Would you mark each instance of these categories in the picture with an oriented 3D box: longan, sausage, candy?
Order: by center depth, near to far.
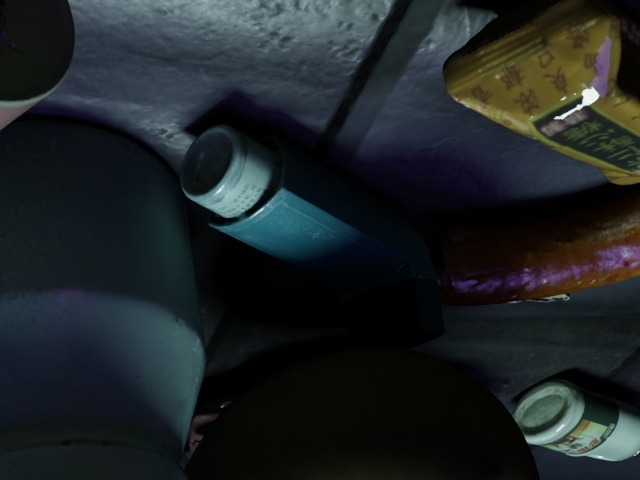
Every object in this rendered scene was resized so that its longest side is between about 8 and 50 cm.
[{"bbox_3d":[0.222,-0.105,0.818,0.143,0.101,0.271,-25,150,35],"label":"candy"},{"bbox_3d":[0.028,0.239,0.887,0.319,0.319,0.319,-7,146,-5],"label":"longan"},{"bbox_3d":[0.244,-0.002,0.983,0.302,0.076,0.103,-15,150,4],"label":"sausage"}]

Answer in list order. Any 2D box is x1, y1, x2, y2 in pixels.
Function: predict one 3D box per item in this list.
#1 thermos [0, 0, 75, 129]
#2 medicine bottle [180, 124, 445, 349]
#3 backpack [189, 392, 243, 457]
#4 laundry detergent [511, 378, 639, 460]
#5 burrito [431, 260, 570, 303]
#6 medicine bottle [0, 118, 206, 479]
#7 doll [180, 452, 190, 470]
[{"bbox_3d":[-0.296,-0.091,0.663,0.265,0.146,0.176,-28,149,33],"label":"thermos"},{"bbox_3d":[0.000,0.000,0.887,0.079,0.124,0.258,-22,143,34],"label":"medicine bottle"},{"bbox_3d":[0.044,0.267,1.156,0.317,0.283,0.197,-11,148,-17],"label":"backpack"},{"bbox_3d":[0.336,0.229,1.354,0.226,0.070,0.099,22,126,-39],"label":"laundry detergent"},{"bbox_3d":[0.169,0.036,1.051,0.149,0.041,0.055,-2,131,-7],"label":"burrito"},{"bbox_3d":[-0.204,0.095,0.819,0.245,0.290,0.245,-8,146,-5],"label":"medicine bottle"},{"bbox_3d":[-0.340,0.308,1.216,0.348,0.161,0.423,22,126,-42],"label":"doll"}]
